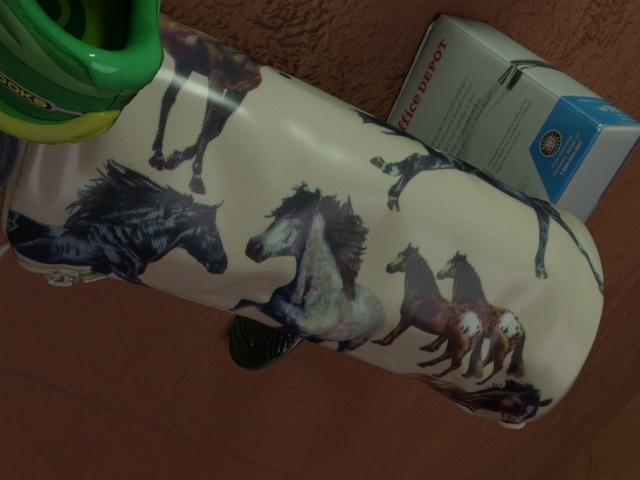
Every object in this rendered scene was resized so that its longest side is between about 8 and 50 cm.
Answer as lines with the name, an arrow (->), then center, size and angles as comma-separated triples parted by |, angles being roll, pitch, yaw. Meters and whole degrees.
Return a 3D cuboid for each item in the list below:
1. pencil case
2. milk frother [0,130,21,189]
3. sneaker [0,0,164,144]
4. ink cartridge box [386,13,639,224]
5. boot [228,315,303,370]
pencil case -> 0.000, 0.000, 0.513 | 0.410, 0.160, 0.184 | 22, 107, -17
milk frother -> -0.241, -0.083, 0.368 | 0.143, 0.134, 0.129 | -5, 105, -42
sneaker -> -0.111, -0.191, 0.311 | 0.109, 0.123, 0.296 | -18, 102, -41
ink cartridge box -> 0.160, -0.092, 0.672 | 0.082, 0.191, 0.140 | -7, 133, -40
boot -> 0.018, 0.090, 0.849 | 0.189, 0.076, 0.208 | -42, 151, 6
